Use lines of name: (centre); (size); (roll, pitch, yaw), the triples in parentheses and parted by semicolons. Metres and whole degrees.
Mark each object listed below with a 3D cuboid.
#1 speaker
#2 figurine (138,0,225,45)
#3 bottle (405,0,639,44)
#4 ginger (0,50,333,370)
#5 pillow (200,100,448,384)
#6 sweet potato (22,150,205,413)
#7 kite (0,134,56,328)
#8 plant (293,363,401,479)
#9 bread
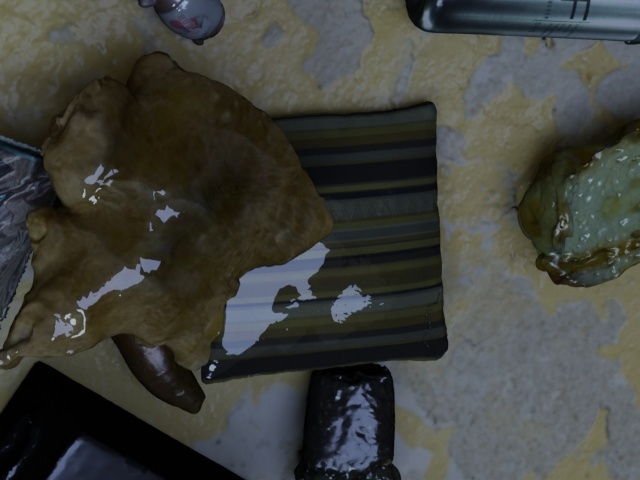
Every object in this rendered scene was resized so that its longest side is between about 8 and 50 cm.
speaker: (-0.184, 0.270, 1.436); (0.232, 0.184, 0.254); (34, 93, -24)
figurine: (-0.094, -0.239, 1.365); (0.260, 0.102, 0.205); (-5, 144, -18)
bottle: (0.192, -0.195, 1.473); (0.254, 0.079, 0.096); (-1, 145, -17)
ginger: (-0.133, -0.006, 1.328); (0.270, 0.123, 0.218); (-40, 108, -27)
pillow: (0.000, 0.000, 1.471); (0.208, 0.052, 0.212); (-4, 97, -18)
sweet potato: (-0.163, 0.033, 1.429); (0.077, 0.077, 0.243); (-34, 114, -6)
kite: (-0.347, 0.019, 1.354); (0.368, 0.014, 0.406); (-23, 103, 2)
plant: (0.024, 0.173, 1.522); (0.092, 0.094, 0.143); (0, 102, -6)
bread: (0.268, -0.047, 1.540); (0.232, 0.088, 0.128); (-23, 121, -17)
